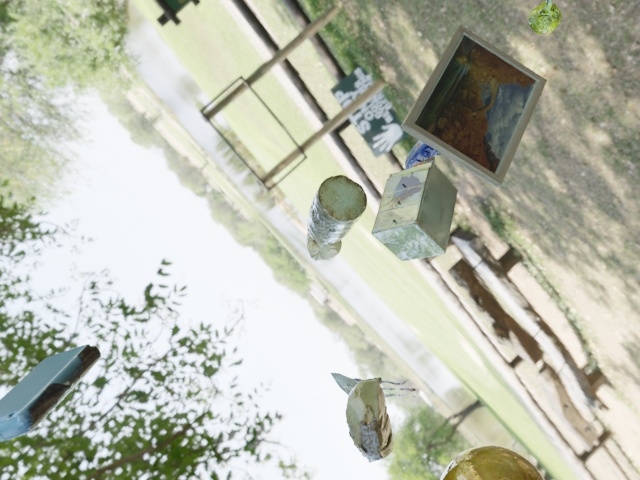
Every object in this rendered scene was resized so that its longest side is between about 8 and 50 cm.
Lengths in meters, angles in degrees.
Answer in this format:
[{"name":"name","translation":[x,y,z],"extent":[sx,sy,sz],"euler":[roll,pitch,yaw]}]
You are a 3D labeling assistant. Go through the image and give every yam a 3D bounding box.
[{"name":"yam","translation":[0.029,-0.060,1.248],"extent":[0.107,0.107,0.194],"euler":[47,161,6]}]

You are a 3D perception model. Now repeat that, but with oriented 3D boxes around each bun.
[{"name":"bun","translation":[0.000,0.000,1.423],"extent":[0.069,0.115,0.115],"euler":[0,-151,-36]}]

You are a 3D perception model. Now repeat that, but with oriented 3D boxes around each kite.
[{"name":"kite","translation":[0.139,0.373,1.433],"extent":[0.245,0.015,0.141],"euler":[-14,129,42]}]

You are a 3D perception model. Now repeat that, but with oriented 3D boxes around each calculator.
[{"name":"calculator","translation":[-0.581,0.311,1.186],"extent":[0.051,0.172,0.293],"euler":[64,-155,-18]}]

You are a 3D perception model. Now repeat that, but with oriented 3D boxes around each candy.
[{"name":"candy","translation":[0.256,-0.275,0.640],"extent":[0.035,0.035,0.123],"euler":[62,-172,19]}]

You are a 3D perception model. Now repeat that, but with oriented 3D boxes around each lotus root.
[{"name":"lotus root","translation":[0.085,0.338,1.043],"extent":[0.144,0.070,0.143],"euler":[-16,-84,-77]}]

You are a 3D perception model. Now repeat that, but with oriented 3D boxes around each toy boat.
[{"name":"toy boat","translation":[0.314,-0.236,1.740],"extent":[0.091,0.175,0.110],"euler":[9,-131,-35]}]

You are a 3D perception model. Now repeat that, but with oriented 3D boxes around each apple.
[{"name":"apple","translation":[0.264,0.410,0.881],"extent":[0.182,0.182,0.155],"euler":[47,162,-3]}]

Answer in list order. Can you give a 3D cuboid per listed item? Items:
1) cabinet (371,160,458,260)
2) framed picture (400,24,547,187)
[{"name":"cabinet","translation":[0.254,-0.079,1.522],"extent":[0.145,0.206,0.150],"euler":[-13,139,44]},{"name":"framed picture","translation":[0.257,-0.225,0.931],"extent":[0.184,0.250,0.016],"euler":[32,155,-1]}]
